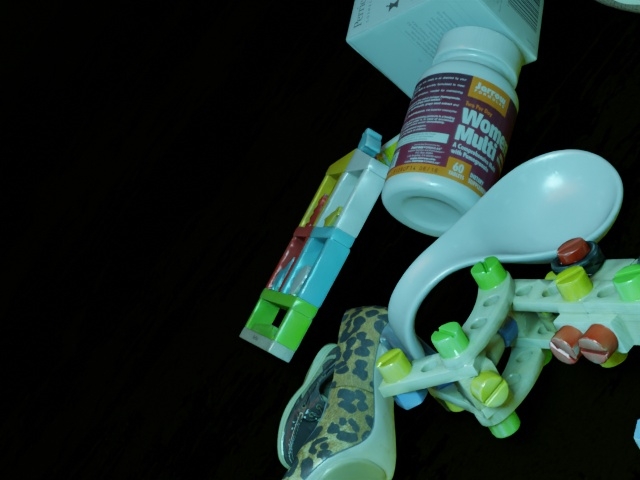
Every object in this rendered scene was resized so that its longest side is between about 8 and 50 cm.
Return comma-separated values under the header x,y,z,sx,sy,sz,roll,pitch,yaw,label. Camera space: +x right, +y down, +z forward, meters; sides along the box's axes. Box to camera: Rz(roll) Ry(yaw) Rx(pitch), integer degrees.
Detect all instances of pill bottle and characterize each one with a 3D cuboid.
x,y,z,sx,sy,sz,roll,pitch,yaw,label
0.104,-0.110,1.436,0.083,0.043,0.043,-34,39,26,pill bottle
0.154,-0.124,1.322,0.121,0.121,0.221,-8,54,46,pill bottle

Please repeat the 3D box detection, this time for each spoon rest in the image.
x,y,z,sx,sy,sz,roll,pitch,yaw,label
0.179,0.006,1.176,0.276,0.084,0.137,-40,43,1,spoon rest

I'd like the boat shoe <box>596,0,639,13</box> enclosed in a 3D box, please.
x,y,z,sx,sy,sz,roll,pitch,yaw,label
0.320,-0.320,1.293,0.257,0.095,0.095,-131,44,-55,boat shoe

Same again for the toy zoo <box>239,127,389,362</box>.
x,y,z,sx,sy,sz,roll,pitch,yaw,label
0.000,0.000,1.401,0.293,0.030,0.192,-62,13,-7,toy zoo

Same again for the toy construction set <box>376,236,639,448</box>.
x,y,z,sx,sy,sz,roll,pitch,yaw,label
0.223,0.098,1.018,0.327,0.151,0.215,15,48,46,toy construction set

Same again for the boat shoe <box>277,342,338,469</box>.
x,y,z,sx,sy,sz,roll,pitch,yaw,label
0.000,0.181,1.295,0.049,0.056,0.152,-7,55,53,boat shoe

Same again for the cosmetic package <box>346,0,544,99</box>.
x,y,z,sx,sy,sz,roll,pitch,yaw,label
0.155,-0.286,1.434,0.183,0.151,0.151,-19,46,40,cosmetic package

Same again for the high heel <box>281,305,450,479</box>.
x,y,z,sx,sy,sz,roll,pitch,yaw,label
0.009,0.184,1.237,0.261,0.093,0.186,-40,40,-9,high heel
